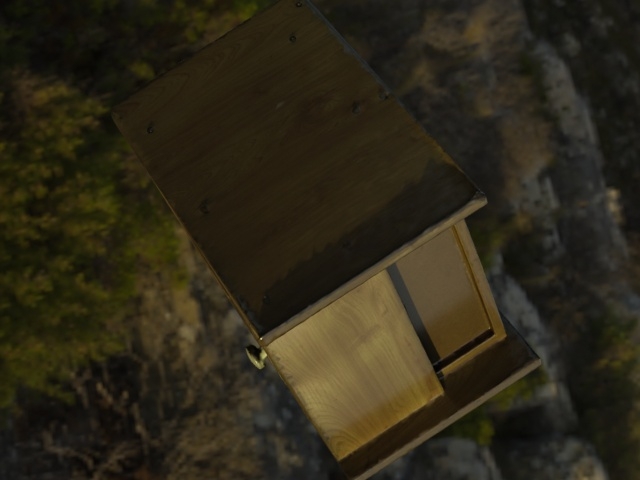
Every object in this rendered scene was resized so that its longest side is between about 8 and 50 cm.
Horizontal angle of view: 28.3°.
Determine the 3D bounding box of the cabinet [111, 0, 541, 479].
[{"bbox_3d":[0.000,0.000,0.762,0.215,0.148,0.175,52,-6,39],"label":"cabinet"}]
